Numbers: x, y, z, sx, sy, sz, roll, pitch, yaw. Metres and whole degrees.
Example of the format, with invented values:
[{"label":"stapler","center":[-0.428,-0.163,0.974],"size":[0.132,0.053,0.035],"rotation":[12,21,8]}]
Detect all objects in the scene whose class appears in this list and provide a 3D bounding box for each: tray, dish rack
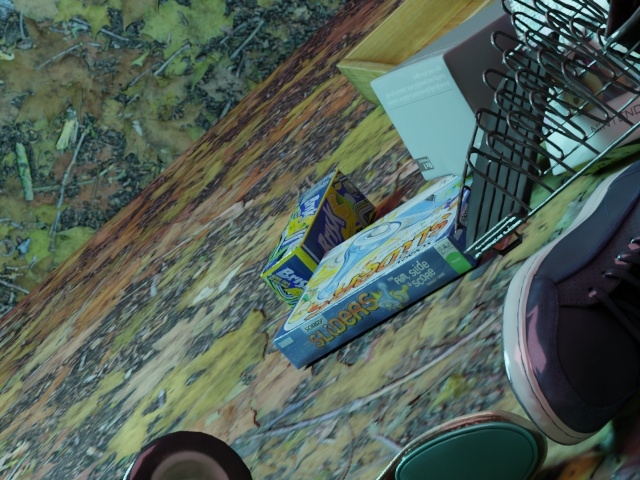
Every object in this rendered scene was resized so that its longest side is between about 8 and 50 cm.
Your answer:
[{"label":"tray","center":[0.149,-0.236,1.707],"size":[0.203,0.076,0.411],"rotation":[-43,13,-2]},{"label":"dish rack","center":[0.156,-0.119,0.939],"size":[0.271,0.074,0.208],"rotation":[-45,21,47]}]

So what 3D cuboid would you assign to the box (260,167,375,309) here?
[{"label":"box","center":[0.000,0.000,1.409],"size":[0.054,0.059,0.169],"rotation":[-37,14,28]}]

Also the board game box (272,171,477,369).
[{"label":"board game box","center":[0.060,0.016,1.227],"size":[0.201,0.035,0.136],"rotation":[-33,16,35]}]

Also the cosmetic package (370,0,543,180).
[{"label":"cosmetic package","center":[0.172,-0.151,1.194],"size":[0.238,0.107,0.127],"rotation":[-33,9,-26]}]

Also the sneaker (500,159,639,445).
[{"label":"sneaker","center":[0.190,-0.001,0.768],"size":[0.163,0.086,0.226],"rotation":[-34,14,46]}]

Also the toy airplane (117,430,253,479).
[{"label":"toy airplane","center":[-0.180,0.260,0.622],"size":[0.384,0.272,0.386],"rotation":[-23,-13,25]}]

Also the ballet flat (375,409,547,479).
[{"label":"ballet flat","center":[0.052,0.137,0.814],"size":[0.168,0.057,0.052],"rotation":[-38,4,21]}]

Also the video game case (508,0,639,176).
[{"label":"video game case","center":[0.213,-0.184,1.029],"size":[0.042,0.232,0.210],"rotation":[-5,-12,-37]}]
